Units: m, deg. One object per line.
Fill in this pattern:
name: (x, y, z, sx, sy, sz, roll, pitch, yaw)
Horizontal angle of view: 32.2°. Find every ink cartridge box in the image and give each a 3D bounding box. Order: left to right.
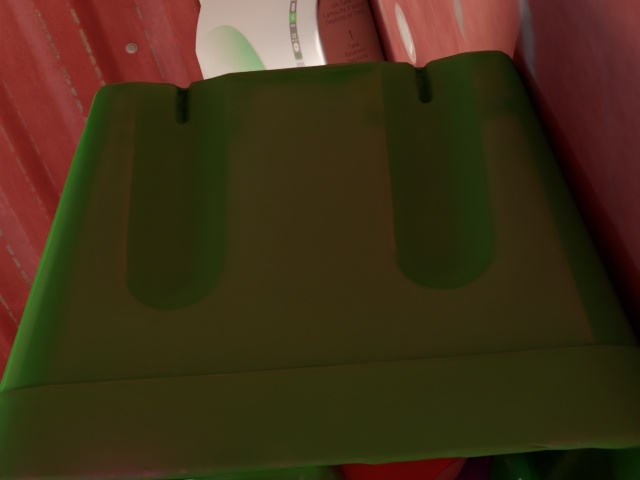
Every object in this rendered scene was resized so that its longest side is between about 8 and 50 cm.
ink cartridge box: (-0.040, -0.177, 0.794, 0.181, 0.056, 0.224, 6, 119, 57)

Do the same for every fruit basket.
fruit basket: (-0.006, 0.150, 0.495, 0.392, 0.283, 0.392, -4, -90, -87)

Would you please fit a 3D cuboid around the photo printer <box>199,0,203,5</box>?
photo printer: (-0.052, -0.208, 1.021, 0.256, 0.107, 0.307, -150, 42, -86)
